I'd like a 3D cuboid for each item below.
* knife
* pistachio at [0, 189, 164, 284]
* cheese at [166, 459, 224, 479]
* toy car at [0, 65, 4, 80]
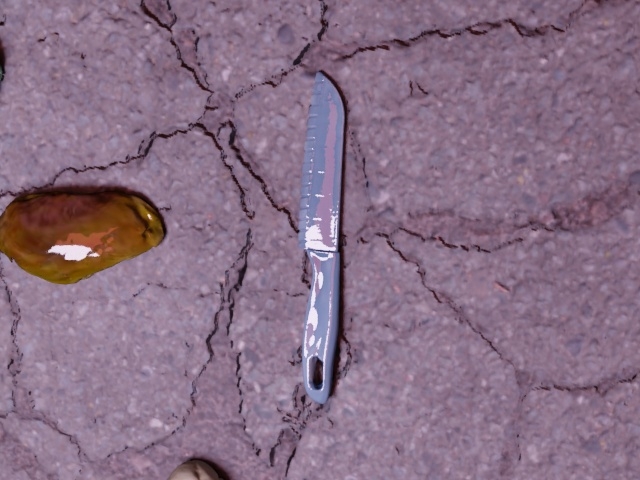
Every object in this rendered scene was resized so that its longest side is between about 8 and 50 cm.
[{"bbox_3d":[0.000,0.000,1.393,0.044,0.019,0.313,6,101,16],"label":"knife"},{"bbox_3d":[-0.238,-0.001,1.434,0.173,0.049,0.089,-2,101,15],"label":"pistachio"},{"bbox_3d":[-0.161,0.301,1.481,0.065,0.043,0.194,36,106,0],"label":"cheese"},{"bbox_3d":[-0.350,-0.125,1.436,0.069,0.055,0.142,14,106,8],"label":"toy car"}]
